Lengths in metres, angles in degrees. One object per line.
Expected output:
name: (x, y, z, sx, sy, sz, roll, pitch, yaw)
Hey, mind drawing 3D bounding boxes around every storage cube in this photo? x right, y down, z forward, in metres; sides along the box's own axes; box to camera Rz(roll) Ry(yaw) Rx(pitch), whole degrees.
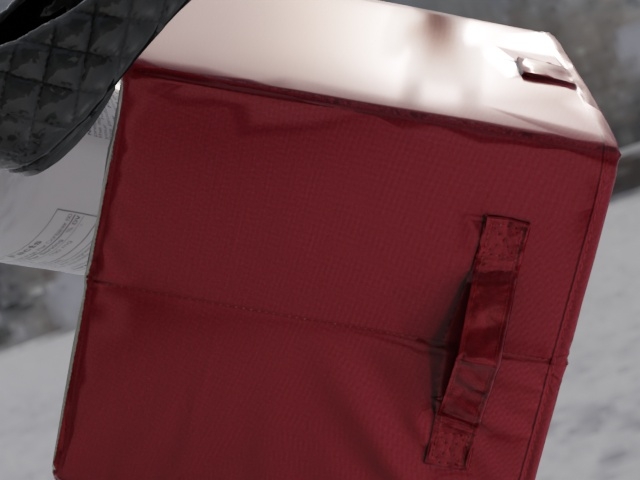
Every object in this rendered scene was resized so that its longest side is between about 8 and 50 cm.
storage cube: (0.000, 0.000, 0.834, 0.193, 0.183, 0.215, 10, 20, -5)

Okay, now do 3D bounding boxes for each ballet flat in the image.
ballet flat: (-0.062, -0.097, 0.620, 0.057, 0.049, 0.173, 22, 74, 53)

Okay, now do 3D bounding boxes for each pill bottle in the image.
pill bottle: (-0.194, -0.052, 1.201, 0.131, 0.131, 0.229, -16, -15, 30)
